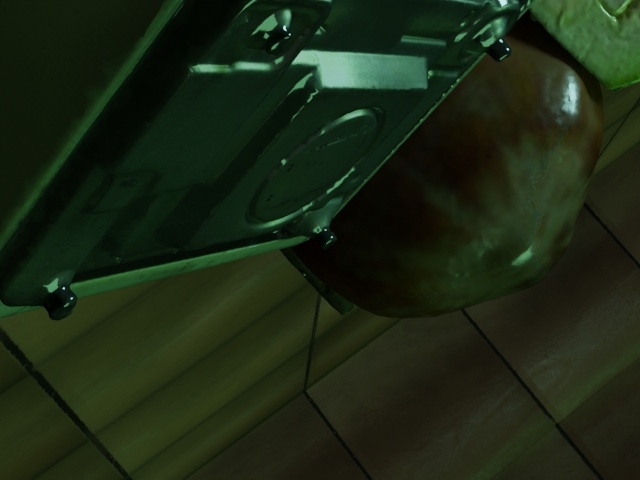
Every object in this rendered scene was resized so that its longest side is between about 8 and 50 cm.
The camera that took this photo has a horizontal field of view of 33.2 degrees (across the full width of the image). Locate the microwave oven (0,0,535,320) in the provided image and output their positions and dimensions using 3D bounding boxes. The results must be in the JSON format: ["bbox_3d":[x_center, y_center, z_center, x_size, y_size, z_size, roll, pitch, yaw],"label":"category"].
[{"bbox_3d":[-0.083,-0.127,0.686,0.333,0.247,0.394,-45,164,28],"label":"microwave oven"}]

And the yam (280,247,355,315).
[{"bbox_3d":[0.000,0.000,1.438,0.107,0.194,0.107,-44,-178,2],"label":"yam"}]

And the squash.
[{"bbox_3d":[0.292,-0.300,1.095,0.210,0.233,0.309,-47,-179,15],"label":"squash"}]

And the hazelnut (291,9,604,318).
[{"bbox_3d":[0.119,-0.094,1.119,0.365,0.366,0.366,-36,165,-11],"label":"hazelnut"}]
